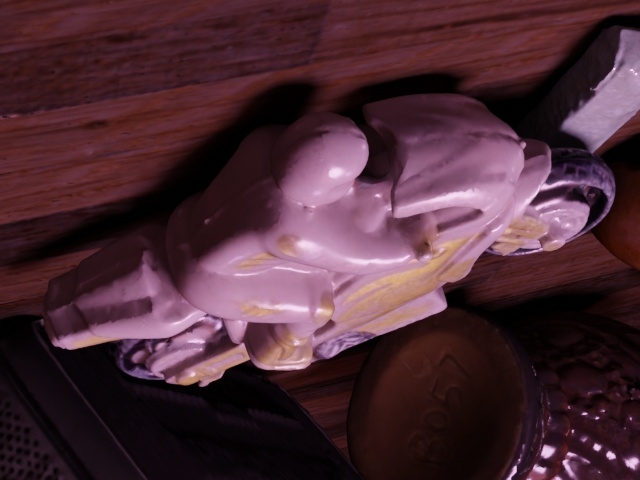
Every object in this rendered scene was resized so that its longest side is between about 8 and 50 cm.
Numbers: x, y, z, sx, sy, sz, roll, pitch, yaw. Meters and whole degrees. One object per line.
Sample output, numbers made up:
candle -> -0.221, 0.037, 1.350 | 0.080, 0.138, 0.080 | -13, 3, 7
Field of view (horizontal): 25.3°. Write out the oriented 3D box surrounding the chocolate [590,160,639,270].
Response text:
chocolate -> 0.259, -0.029, 1.031 | 0.124, 0.127, 0.133 | 36, 143, -29

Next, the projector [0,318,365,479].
projector -> -0.178, 0.294, 1.081 | 0.405, 0.242, 0.395 | -49, 150, 9

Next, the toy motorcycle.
toy motorcycle -> 0.000, 0.000, 0.847 | 0.340, 0.108, 0.223 | -22, 153, 14

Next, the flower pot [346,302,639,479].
flower pot -> 0.177, 0.178, 1.275 | 0.266, 0.266, 0.267 | -32, 146, 32

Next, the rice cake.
rice cake -> 0.146, -0.060, 0.907 | 0.045, 0.042, 0.245 | 4, 154, -20
